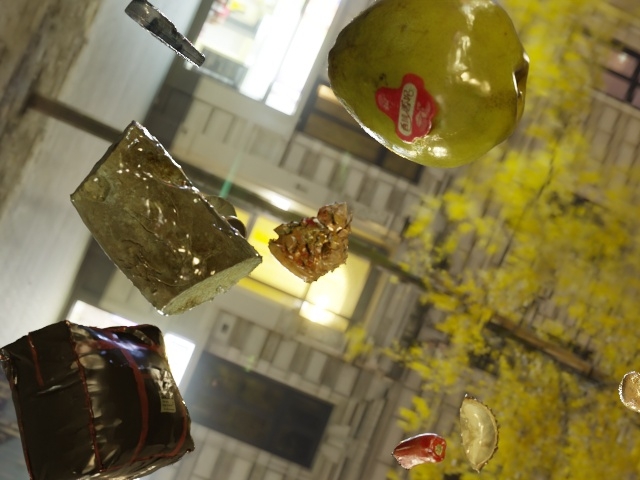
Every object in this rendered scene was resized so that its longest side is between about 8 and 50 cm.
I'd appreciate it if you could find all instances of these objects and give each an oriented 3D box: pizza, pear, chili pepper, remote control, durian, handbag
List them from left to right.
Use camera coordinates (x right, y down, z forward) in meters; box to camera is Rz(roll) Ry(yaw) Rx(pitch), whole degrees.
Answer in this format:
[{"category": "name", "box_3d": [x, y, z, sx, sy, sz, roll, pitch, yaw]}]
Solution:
[{"category": "handbag", "box_3d": [-0.233, 0.171, 1.090, 0.155, 0.169, 0.215, -27, 165, 14]}, {"category": "remote control", "box_3d": [-0.166, -0.224, 1.108, 0.027, 0.043, 0.152, -58, 166, 0]}, {"category": "pizza", "box_3d": [0.000, 0.000, 2.220, 0.226, 0.147, 0.069, -26, 164, -25]}, {"category": "chili pepper", "box_3d": [0.231, 0.479, 2.342, 0.123, 0.073, 0.070, -24, 176, 40]}, {"category": "pear", "box_3d": [0.163, -0.271, 1.649, 0.287, 0.375, 0.287, -28, 126, -45]}, {"category": "durian", "box_3d": [0.271, 0.324, 1.741, 0.052, 0.066, 0.130, -17, -104, 35]}]

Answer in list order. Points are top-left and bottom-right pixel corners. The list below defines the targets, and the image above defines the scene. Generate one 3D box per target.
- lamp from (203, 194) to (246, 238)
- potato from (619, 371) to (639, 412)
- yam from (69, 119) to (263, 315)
[{"category": "lamp", "box_3d": [-0.222, -0.033, 2.145, 0.214, 0.121, 0.121, 21, -92, 61]}, {"category": "potato", "box_3d": [0.566, 0.276, 1.833, 0.062, 0.083, 0.068, -48, -178, 46]}, {"category": "yam", "box_3d": [-0.206, -0.017, 1.314, 0.154, 0.254, 0.154, -39, -173, 6]}]
